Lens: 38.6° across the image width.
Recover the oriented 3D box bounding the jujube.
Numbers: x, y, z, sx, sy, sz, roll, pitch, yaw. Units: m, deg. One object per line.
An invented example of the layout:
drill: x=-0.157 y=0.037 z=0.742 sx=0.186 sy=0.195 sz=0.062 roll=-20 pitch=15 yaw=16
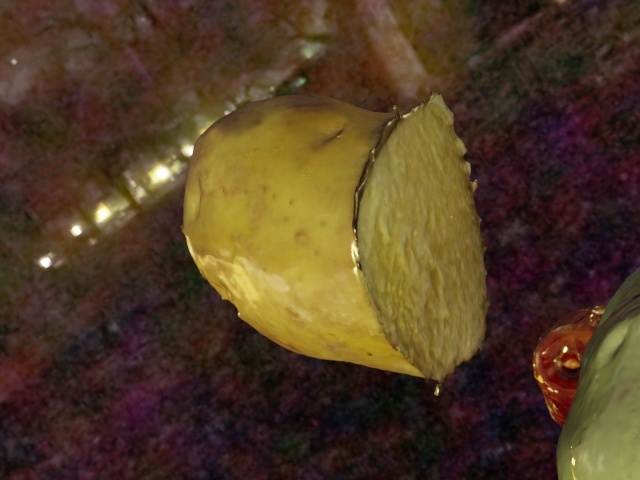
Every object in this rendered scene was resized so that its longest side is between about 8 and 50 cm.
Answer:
jujube: x=0.367 y=0.172 z=1.188 sx=0.190 sy=0.190 sz=0.255 roll=-31 pitch=-26 yaw=22

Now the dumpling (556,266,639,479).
dumpling: x=0.255 y=0.095 z=0.464 sx=0.321 sy=0.212 sz=0.270 roll=15 pitch=47 yaw=42

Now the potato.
potato: x=0.000 y=0.000 z=0.875 sx=0.237 sy=0.288 sz=0.301 roll=-7 pitch=15 yaw=29
